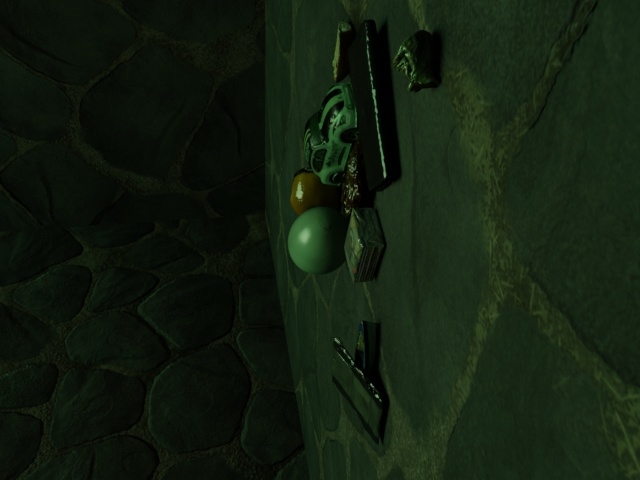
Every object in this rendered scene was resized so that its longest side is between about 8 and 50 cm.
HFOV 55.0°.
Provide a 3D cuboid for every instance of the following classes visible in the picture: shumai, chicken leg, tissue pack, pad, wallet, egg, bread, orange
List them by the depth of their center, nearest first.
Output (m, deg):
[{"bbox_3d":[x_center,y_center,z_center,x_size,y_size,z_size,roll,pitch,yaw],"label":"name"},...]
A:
[{"bbox_3d":[0.157,-0.271,0.945,0.080,0.082,0.083,46,178,7],"label":"shumai"},{"bbox_3d":[0.107,-0.265,1.250,0.170,0.044,0.320,152,110,-80],"label":"wallet"},{"bbox_3d":[0.095,0.012,1.383,0.148,0.060,0.108,100,164,-53],"label":"tissue pack"},{"bbox_3d":[0.084,-0.127,1.391,0.105,0.063,0.233,-114,23,-50],"label":"chicken leg"},{"bbox_3d":[0.054,-0.455,1.474,0.129,0.044,0.126,93,175,-50],"label":"bread"},{"bbox_3d":[0.086,0.365,1.499,0.233,0.022,0.174,51,149,46],"label":"pad"},{"bbox_3d":[0.000,0.000,1.612,0.231,0.168,0.167,116,149,-64],"label":"egg"},{"bbox_3d":[-0.018,-0.121,1.734,0.170,0.160,0.112,46,-153,-17],"label":"orange"}]

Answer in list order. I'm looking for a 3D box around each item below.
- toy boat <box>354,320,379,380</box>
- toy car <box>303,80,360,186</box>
[{"bbox_3d":[0.108,0.268,1.469,0.080,0.046,0.228,-105,14,-49],"label":"toy boat"},{"bbox_3d":[0.025,-0.253,1.493,0.305,0.125,0.136,102,162,-63],"label":"toy car"}]
